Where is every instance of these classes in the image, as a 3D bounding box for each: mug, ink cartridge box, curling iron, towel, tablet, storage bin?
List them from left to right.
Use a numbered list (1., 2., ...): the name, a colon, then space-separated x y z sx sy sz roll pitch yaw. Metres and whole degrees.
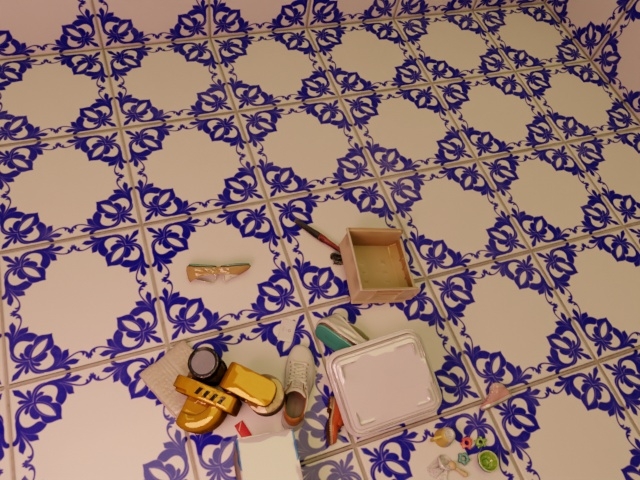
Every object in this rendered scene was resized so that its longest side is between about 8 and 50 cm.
1. towel: -0.427 0.476 1.790 0.282 0.049 0.187 42 59 15
2. ink cartridge box: -0.158 0.674 1.605 0.168 0.232 0.171 -6 60 -16
3. tablet: -0.119 0.321 1.961 0.054 0.006 0.083 14 58 -1
4. curling iron: 0.000 0.000 2.160 0.274 0.035 0.068 42 61 15
5. storage bin: 0.223 0.094 2.072 0.261 0.123 0.262 0 58 -21
6. mug: 0.410 0.651 1.816 0.062 0.064 0.078 43 62 15

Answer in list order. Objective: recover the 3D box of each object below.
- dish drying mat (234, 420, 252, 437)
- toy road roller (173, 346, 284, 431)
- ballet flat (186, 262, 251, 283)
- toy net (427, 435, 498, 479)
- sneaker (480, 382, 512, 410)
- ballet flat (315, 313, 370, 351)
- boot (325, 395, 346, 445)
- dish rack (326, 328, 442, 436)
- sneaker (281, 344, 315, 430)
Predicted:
1. dish drying mat: -0.240 0.618 1.757 0.032 0.008 0.083 -29 68 -25
2. toy road roller: -0.290 0.490 1.670 0.330 0.202 0.240 21 69 7
3. ballet flat: -0.371 0.120 2.014 0.232 0.080 0.073 -1 87 -7
4. toy net: 0.458 0.711 1.798 0.232 0.045 0.122 -6 60 -13
5. sneaker: 0.599 0.542 1.924 0.134 0.051 0.070 -18 62 -23
6. ballet flat: 0.160 0.392 1.905 0.400 0.139 0.139 40 61 16
7. boot: 0.062 0.592 1.798 0.085 0.059 0.157 13 56 -7
8. dish rack: 0.207 0.457 1.768 0.333 0.072 0.285 -18 81 -3
9. sneaker: -0.067 0.469 1.812 0.106 0.123 0.290 6 57 -4
